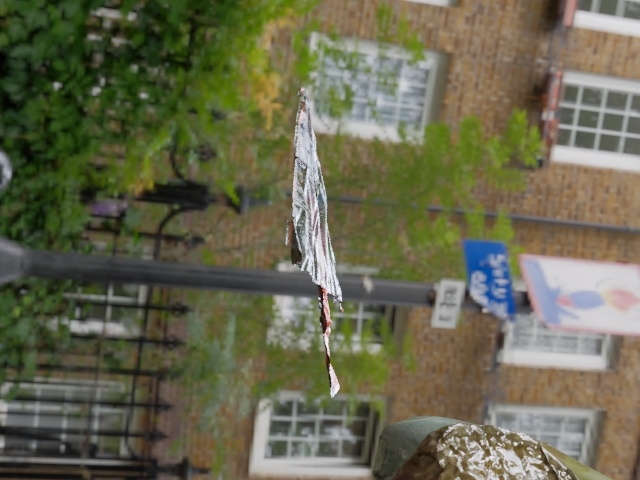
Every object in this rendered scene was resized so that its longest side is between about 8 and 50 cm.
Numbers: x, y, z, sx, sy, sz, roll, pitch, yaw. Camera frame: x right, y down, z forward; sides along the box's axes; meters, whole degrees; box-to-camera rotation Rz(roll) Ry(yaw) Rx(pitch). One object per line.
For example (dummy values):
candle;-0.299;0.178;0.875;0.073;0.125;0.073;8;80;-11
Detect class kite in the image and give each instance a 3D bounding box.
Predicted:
kite;0.001;0.000;0.654;0.232;0.009;0.189;40;45;-80

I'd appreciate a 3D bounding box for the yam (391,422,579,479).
yam;0.051;0.213;0.514;0.128;0.129;0.238;49;-56;40

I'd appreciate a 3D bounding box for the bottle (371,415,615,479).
bottle;0.160;0.187;0.799;0.270;0.083;0.083;4;-92;43
